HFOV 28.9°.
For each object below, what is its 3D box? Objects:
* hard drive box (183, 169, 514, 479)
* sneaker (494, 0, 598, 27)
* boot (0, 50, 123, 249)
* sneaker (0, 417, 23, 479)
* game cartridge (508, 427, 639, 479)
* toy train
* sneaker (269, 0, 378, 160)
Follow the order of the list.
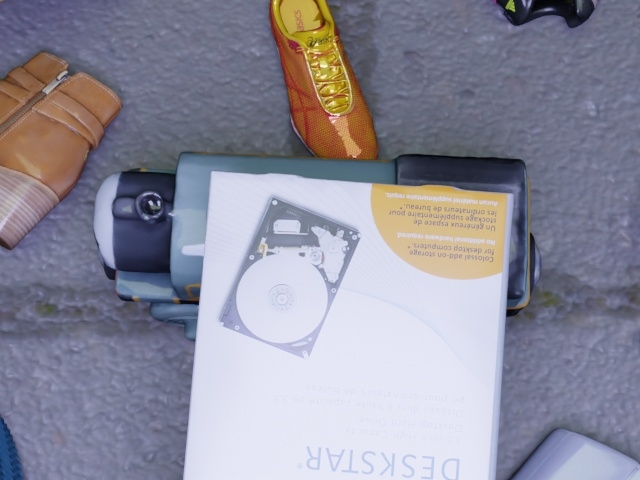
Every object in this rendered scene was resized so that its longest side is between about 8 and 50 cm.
[{"bbox_3d":[0.016,0.083,0.747,0.181,0.089,0.232,4,84,2],"label":"hard drive box"},{"bbox_3d":[0.153,-0.216,1.013,0.170,0.063,0.074,11,71,-3],"label":"sneaker"},{"bbox_3d":[-0.269,-0.097,0.985,0.197,0.073,0.152,32,71,7],"label":"boot"},{"bbox_3d":[-0.255,0.209,0.869,0.092,0.087,0.228,-24,43,-2],"label":"sneaker"},{"bbox_3d":[0.239,0.286,0.904,0.294,0.060,0.196,41,76,8],"label":"game cartridge"},{"bbox_3d":[0.000,0.000,0.896,0.334,0.190,0.142,4,76,0],"label":"toy train"},{"bbox_3d":[-0.003,-0.133,0.991,0.064,0.067,0.175,-22,80,-7],"label":"sneaker"}]
